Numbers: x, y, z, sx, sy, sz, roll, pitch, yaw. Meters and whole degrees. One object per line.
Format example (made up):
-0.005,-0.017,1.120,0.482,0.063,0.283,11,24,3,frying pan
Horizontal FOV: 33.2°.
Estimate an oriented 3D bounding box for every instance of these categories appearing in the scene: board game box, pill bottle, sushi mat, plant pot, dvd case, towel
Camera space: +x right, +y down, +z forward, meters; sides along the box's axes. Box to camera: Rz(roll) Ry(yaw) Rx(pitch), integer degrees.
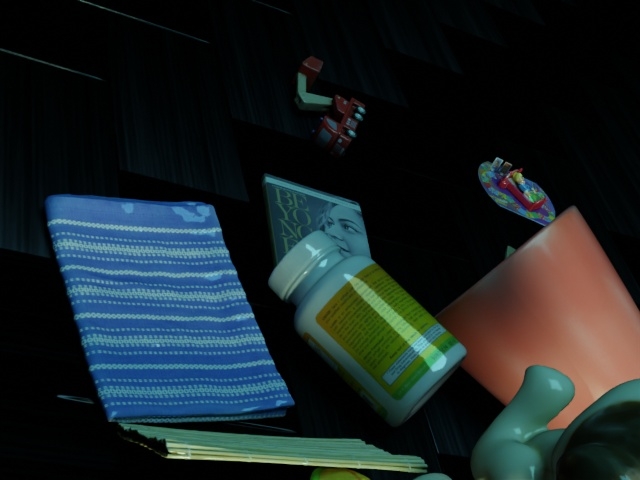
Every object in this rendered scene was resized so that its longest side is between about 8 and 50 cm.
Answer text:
0.368,-0.096,1.960,0.168,0.033,0.133,22,36,-17,board game box
0.053,0.105,1.360,0.245,0.136,0.136,44,35,13,pill bottle
-0.049,0.223,1.153,0.316,0.151,0.019,10,84,-31,sushi mat
0.317,0.129,1.470,0.243,0.275,0.275,52,36,7,plant pot
0.000,0.000,1.549,0.164,0.018,0.221,17,38,-24,dvd case
-0.186,0.071,1.289,0.243,0.040,0.336,4,45,-36,towel

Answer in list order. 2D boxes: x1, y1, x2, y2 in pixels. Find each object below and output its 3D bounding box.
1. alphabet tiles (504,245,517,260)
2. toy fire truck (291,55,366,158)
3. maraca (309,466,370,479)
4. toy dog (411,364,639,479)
0.412,0.142,1.728,0.285,0.011,0.343,30,35,-6,alphabet tiles
0.005,-0.225,1.800,0.135,0.047,0.192,30,35,-6,toy fire truck
0.044,0.320,1.131,0.186,0.099,0.127,56,19,-10,maraca
0.261,0.295,1.040,0.284,0.408,0.395,23,45,-3,toy dog
